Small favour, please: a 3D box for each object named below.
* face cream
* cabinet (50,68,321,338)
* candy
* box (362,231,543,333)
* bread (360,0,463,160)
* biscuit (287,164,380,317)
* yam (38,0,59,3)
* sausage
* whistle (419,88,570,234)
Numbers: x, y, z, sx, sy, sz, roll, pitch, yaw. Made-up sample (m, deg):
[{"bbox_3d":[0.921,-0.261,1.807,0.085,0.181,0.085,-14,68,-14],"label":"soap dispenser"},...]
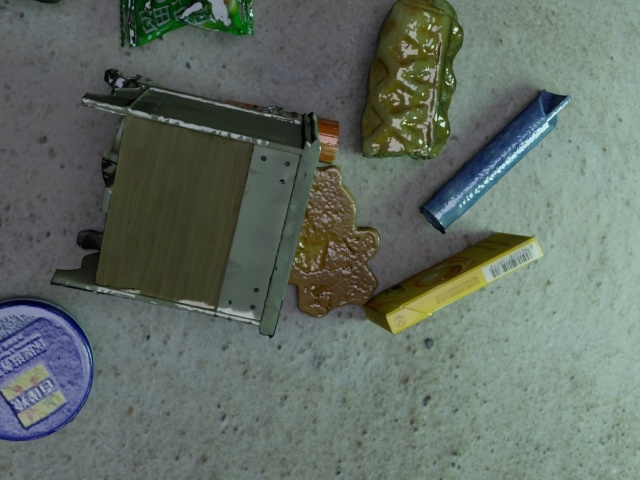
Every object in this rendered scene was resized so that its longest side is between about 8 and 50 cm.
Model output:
[{"bbox_3d":[-0.443,0.186,1.433,0.206,0.111,0.205,-1,96,-12],"label":"face cream"},{"bbox_3d":[-0.187,-0.061,1.369,0.318,0.227,0.290,12,108,-6],"label":"cabinet"},{"bbox_3d":[-0.205,-0.368,1.454,0.203,0.078,0.141,-3,85,0],"label":"candy"},{"bbox_3d":[0.206,0.063,1.539,0.269,0.152,0.043,-26,97,-10],"label":"box"},{"bbox_3d":[0.145,-0.255,1.509,0.152,0.130,0.267,4,95,-52],"label":"bread"},{"bbox_3d":[0.000,-0.001,1.537,0.184,0.035,0.248,-20,104,2],"label":"biscuit"},{"bbox_3d":[-0.479,-0.392,1.330,0.259,0.093,0.093,0,96,-45],"label":"yam"},{"bbox_3d":[-0.089,-0.173,1.497,0.234,0.071,0.071,9,93,-12],"label":"sausage"},{"bbox_3d":[0.292,-0.135,1.586,0.304,0.062,0.062,-43,102,-5],"label":"whistle"}]
